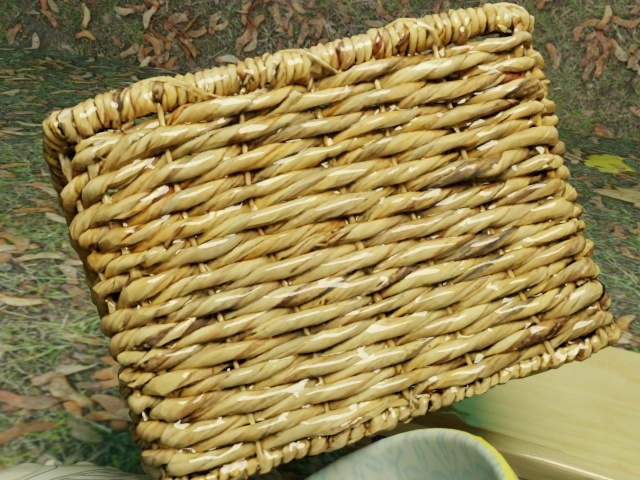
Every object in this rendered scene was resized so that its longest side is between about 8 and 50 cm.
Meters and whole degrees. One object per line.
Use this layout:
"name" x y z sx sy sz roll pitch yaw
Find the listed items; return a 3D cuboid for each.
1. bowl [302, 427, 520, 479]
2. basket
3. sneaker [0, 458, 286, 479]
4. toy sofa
"bowl" 0.013 0.239 0.347 0.156 0.289 0.289 51 25 -7
"basket" 0.000 0.000 0.530 0.299 0.223 0.213 -18 2 -12
"sneaker" -0.162 0.187 0.532 0.297 0.111 0.129 -3 18 -26
"toy sofa" 0.212 0.163 0.680 0.363 0.177 0.150 14 48 15
